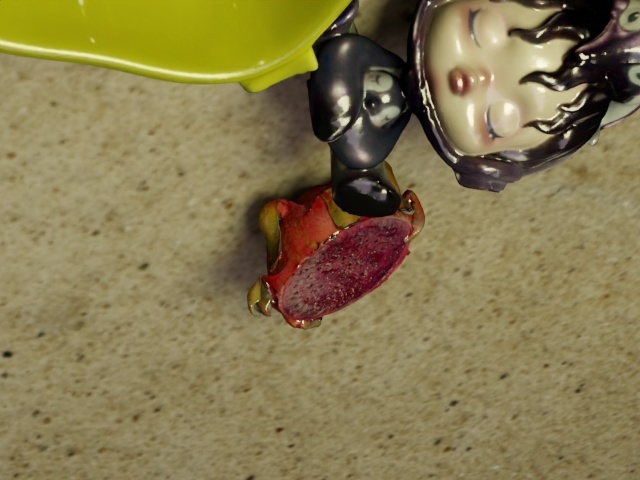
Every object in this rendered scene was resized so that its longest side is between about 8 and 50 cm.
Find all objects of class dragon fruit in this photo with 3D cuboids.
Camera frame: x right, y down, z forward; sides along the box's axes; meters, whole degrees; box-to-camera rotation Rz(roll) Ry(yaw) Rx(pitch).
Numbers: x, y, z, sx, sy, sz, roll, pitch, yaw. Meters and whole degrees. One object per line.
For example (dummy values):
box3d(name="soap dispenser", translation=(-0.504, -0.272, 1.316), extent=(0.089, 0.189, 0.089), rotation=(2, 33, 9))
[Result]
box3d(name="dragon fruit", translation=(0.004, -0.001, 1.160), extent=(0.126, 0.068, 0.112), rotation=(-41, 153, 7))

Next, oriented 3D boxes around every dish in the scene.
box3d(name="dish", translation=(-0.087, -0.195, 0.872), extent=(0.262, 0.108, 0.221), rotation=(15, 130, -31))

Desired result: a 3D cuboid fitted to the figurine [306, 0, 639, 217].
box3d(name="figurine", translation=(0.104, -0.097, 1.045), extent=(0.222, 0.145, 0.145), rotation=(-9, 140, 4))
